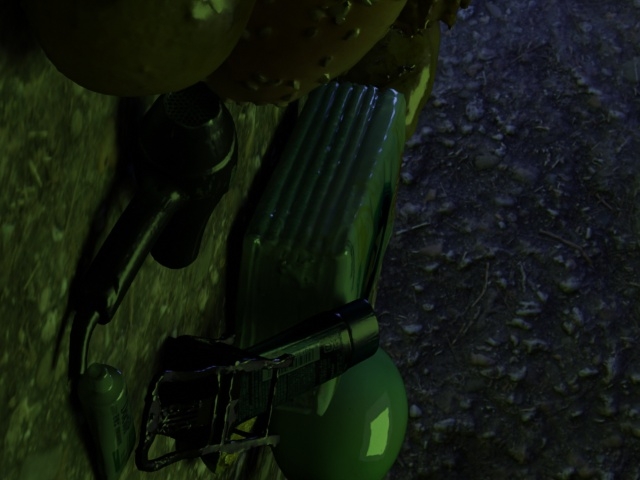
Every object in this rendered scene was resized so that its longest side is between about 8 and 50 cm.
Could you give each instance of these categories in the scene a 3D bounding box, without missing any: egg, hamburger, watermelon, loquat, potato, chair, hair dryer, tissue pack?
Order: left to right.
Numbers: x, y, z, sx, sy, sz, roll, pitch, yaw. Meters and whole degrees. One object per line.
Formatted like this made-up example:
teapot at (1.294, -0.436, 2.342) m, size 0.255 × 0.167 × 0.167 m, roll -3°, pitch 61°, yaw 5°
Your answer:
hair dryer at (-0.161, 0.014, 1.155) m, size 0.272 × 0.091 × 0.235 m, roll -59°, pitch 172°, yaw -34°
loquat at (-0.115, -0.172, 0.885) m, size 0.204 × 0.149 × 0.172 m, roll 119°, pitch -16°, yaw -69°
chair at (-0.135, 0.159, 1.377) m, size 0.229 × 0.113 × 0.106 m, roll 2°, pitch 99°, yaw -53°
watermelon at (-0.116, 0.228, 1.650) m, size 0.105 × 0.062 × 0.105 m, roll -58°, pitch 172°, yaw -13°
tissue pack at (0.000, 0.000, 1.832) m, size 0.388 × 0.162 × 0.287 m, roll -69°, pitch 170°, yaw -51°
egg at (0.025, 0.273, 2.118) m, size 0.220 × 0.220 × 0.270 m, roll 84°, pitch 13°, yaw -62°
hamburger at (0.020, -0.318, 1.165) m, size 0.268 × 0.287 × 0.446 m, roll -53°, pitch 150°, yaw -68°
potato at (0.098, -0.280, 2.101) m, size 0.140 × 0.173 × 0.300 m, roll 50°, pitch 48°, yaw -60°

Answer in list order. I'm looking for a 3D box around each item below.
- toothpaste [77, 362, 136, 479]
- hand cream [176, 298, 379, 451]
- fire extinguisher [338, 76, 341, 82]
toothpaste at (-0.185, 0.162, 1.204) m, size 0.218 × 0.041 × 0.064 m, roll 93°, pitch 18°, yaw -59°
hand cream at (-0.051, 0.153, 1.586) m, size 0.270 × 0.061 × 0.120 m, roll -25°, pitch 139°, yaw -29°
fire extinguisher at (0.006, -0.213, 2.011) m, size 0.064 × 0.043 × 0.158 m, roll -122°, pitch -146°, yaw -56°
